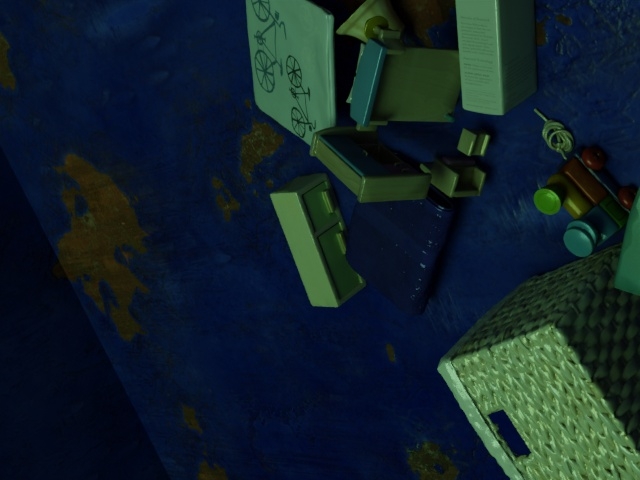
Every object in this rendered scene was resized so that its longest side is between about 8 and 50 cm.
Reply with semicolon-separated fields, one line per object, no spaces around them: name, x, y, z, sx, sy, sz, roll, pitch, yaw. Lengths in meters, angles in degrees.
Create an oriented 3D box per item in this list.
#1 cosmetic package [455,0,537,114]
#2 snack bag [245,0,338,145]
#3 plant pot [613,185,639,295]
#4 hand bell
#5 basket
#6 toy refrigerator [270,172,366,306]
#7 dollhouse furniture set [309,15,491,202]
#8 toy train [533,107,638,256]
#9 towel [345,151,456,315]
cosmetic package;0.283;-0.329;1.672;0.085;0.117;0.231;15;126;38
snack bag;-0.051;-0.347;1.994;0.342;0.037;0.323;42;144;47
plant pot;0.564;-0.038;1.562;0.165;0.165;0.234;21;122;36
hand bell;0.154;-0.326;1.842;0.242;0.126;0.126;45;142;-6
basket;0.442;0.227;1.750;0.266;0.331;0.328;-31;93;46
toy refrigerator;0.000;0.000;2.220;0.094;0.102;0.269;-1;115;47
dollhouse furniture set;0.151;-0.248;1.813;0.198;0.286;0.303;48;134;48
toy train;0.394;-0.094;1.702;0.248;0.143;0.105;49;141;7
towel;0.159;-0.019;2.070;0.227;0.076;0.308;41;141;28
